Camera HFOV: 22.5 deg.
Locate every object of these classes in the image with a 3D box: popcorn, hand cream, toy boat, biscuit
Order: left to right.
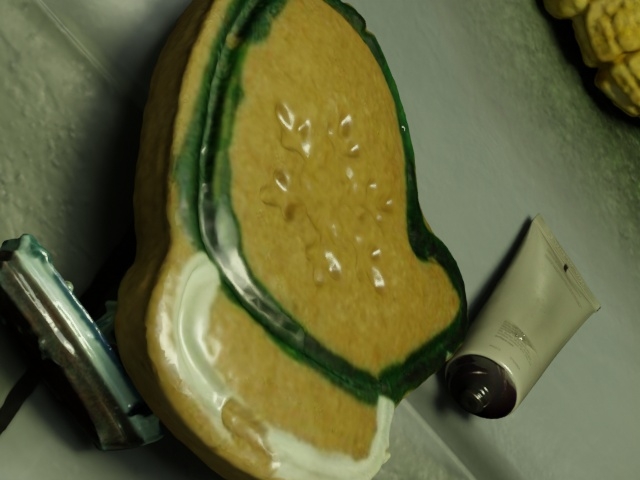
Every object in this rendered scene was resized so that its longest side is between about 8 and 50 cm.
[{"bbox_3d":[-0.124,0.052,0.870,0.066,0.059,0.140,-39,108,-25],"label":"toy boat"},{"bbox_3d":[0.002,0.000,0.973,0.287,0.057,0.344,40,46,-38],"label":"biscuit"},{"bbox_3d":[0.141,0.060,1.127,0.087,0.054,0.186,55,42,-10],"label":"hand cream"},{"bbox_3d":[0.267,-0.184,1.254,0.163,0.140,0.194,-4,79,-49],"label":"popcorn"}]
